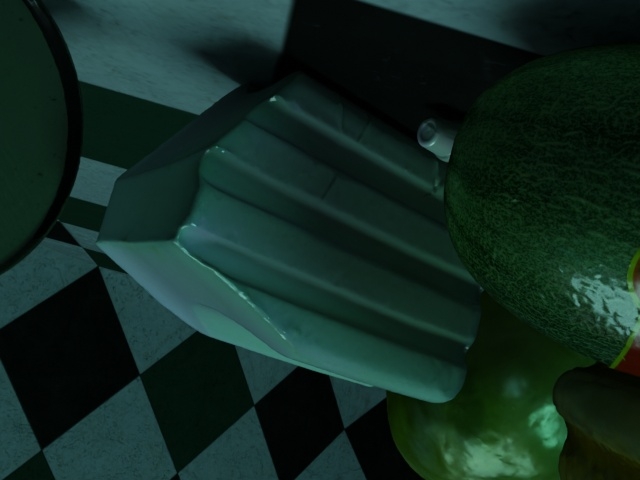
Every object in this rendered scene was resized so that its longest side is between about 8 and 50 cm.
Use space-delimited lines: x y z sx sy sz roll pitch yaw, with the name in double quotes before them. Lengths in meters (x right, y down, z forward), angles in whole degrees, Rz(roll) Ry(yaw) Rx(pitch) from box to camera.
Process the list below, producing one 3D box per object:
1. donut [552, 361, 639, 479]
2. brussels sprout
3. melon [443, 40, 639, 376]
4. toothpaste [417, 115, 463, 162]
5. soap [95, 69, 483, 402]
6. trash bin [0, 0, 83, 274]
"donut" 0.373 0.181 0.676 0.449 0.198 0.449 23 180 0
"brussels sprout" 0.234 0.188 1.204 0.344 0.268 0.344 -24 156 -12
"melon" 0.210 -0.011 0.530 0.288 0.182 0.182 11 169 13
"toothpaste" 0.163 -0.056 0.797 0.218 0.033 0.052 17 175 -37
"soap" 0.000 0.000 0.817 0.115 0.208 0.347 4 166 46
"trash bin" -0.413 -0.089 0.774 0.432 0.280 0.280 2 164 40
